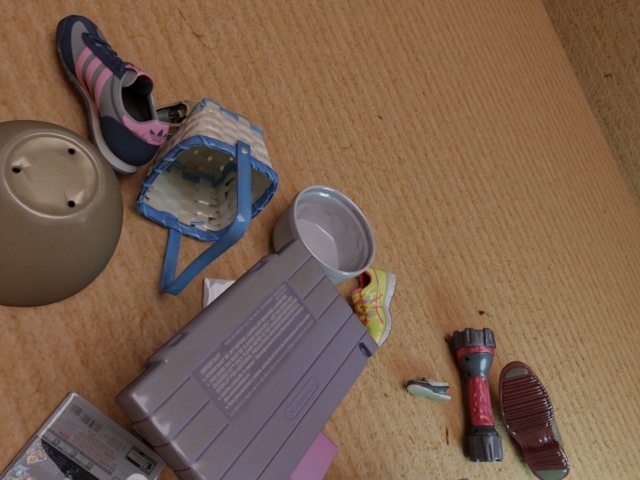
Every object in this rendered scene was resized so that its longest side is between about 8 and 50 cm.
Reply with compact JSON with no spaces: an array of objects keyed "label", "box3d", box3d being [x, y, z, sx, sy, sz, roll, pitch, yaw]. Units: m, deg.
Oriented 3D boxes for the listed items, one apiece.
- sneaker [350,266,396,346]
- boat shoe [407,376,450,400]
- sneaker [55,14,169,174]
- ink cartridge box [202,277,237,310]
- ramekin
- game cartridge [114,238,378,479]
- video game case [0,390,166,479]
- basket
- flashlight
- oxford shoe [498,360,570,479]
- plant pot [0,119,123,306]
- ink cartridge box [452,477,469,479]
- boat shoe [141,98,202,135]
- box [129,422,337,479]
[{"label":"sneaker","box3d":[0.102,0.147,1.232,0.094,0.081,0.208,26,52,-20]},{"label":"boat shoe","box3d":[0.247,0.333,1.287,0.137,0.049,0.043,23,57,-33]},{"label":"sneaker","box3d":[-0.346,-0.277,0.971,0.112,0.131,0.319,-6,66,-61]},{"label":"ink cartridge box","box3d":[-0.116,0.170,1.074,0.225,0.056,0.181,5,69,-18]},{"label":"ramekin","box3d":[0.000,0.000,1.160,0.207,0.109,0.207,23,48,-29]},{"label":"game cartridge","box3d":[-0.076,0.172,0.766,0.230,0.068,0.355,51,45,-5]},{"label":"video game case","box3d":[-0.348,0.348,0.826,0.190,0.022,0.173,45,51,-17]},{"label":"basket","box3d":[-0.191,-0.076,0.962,0.201,0.255,0.289,27,46,-30]},{"label":"flashlight","box3d":[0.380,0.364,1.344,0.103,0.103,0.304,15,63,-35]},{"label":"oxford shoe","box3d":[0.523,0.434,1.418,0.130,0.123,0.348,-63,134,-64]},{"label":"plant pot","box3d":[-0.411,-0.060,0.822,0.284,0.191,0.284,14,65,-34]},{"label":"ink cartridge box","box3d":[0.087,0.519,0.836,0.091,0.308,0.385,-105,-177,-52]},{"label":"boat shoe","box3d":[-0.266,-0.239,1.084,0.190,0.072,0.068,-32,94,-41]},{"label":"box","box3d":[-0.138,0.300,0.864,0.213,0.243,0.117,48,51,-13]}]
